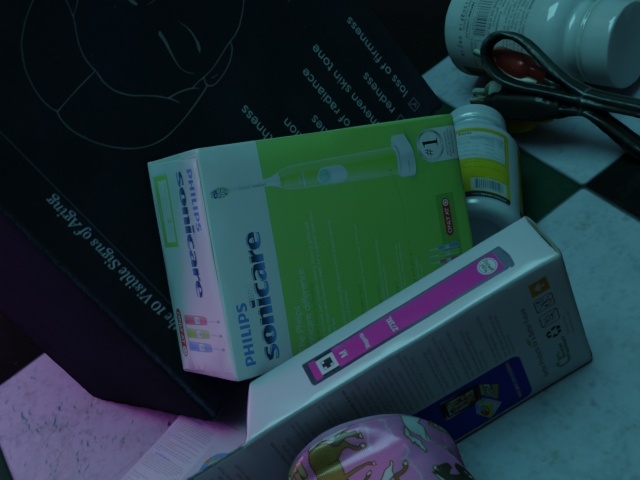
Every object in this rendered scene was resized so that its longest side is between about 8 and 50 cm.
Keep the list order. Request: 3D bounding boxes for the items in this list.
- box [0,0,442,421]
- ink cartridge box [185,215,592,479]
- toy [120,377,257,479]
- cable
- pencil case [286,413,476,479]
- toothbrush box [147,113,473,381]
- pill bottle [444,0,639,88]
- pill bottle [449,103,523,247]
[{"bbox_3d":[-0.198,-0.142,1.121,0.297,0.480,0.472,-5,42,52],"label":"box"},{"bbox_3d":[0.065,0.140,0.933,0.371,0.176,0.069,-33,46,-3],"label":"ink cartridge box"},{"bbox_3d":[-0.122,0.243,1.035,0.137,0.056,0.237,18,52,43],"label":"toy"},{"bbox_3d":[0.287,-0.168,1.169,0.287,0.139,0.072,14,32,35],"label":"cable"},{"bbox_3d":[0.097,0.301,0.766,0.160,0.167,0.386,-61,33,23],"label":"pencil case"},{"bbox_3d":[0.000,0.000,0.994,0.283,0.206,0.122,-12,4,-32],"label":"toothbrush box"},{"bbox_3d":[0.277,-0.252,1.257,0.229,0.131,0.131,20,60,43],"label":"pill bottle"},{"bbox_3d":[0.172,-0.066,1.147,0.103,0.103,0.184,-13,42,20],"label":"pill bottle"}]
